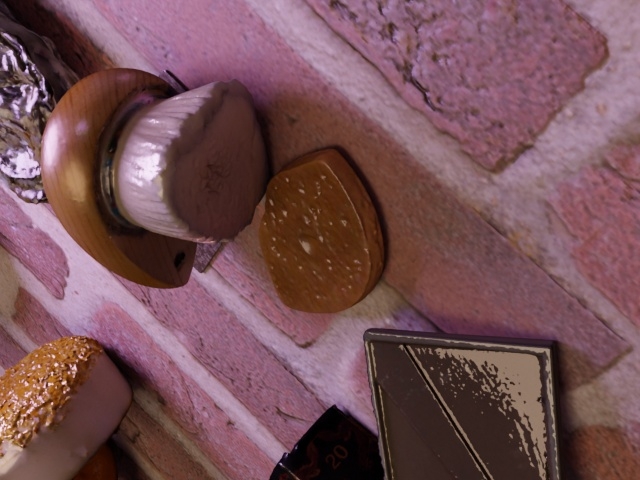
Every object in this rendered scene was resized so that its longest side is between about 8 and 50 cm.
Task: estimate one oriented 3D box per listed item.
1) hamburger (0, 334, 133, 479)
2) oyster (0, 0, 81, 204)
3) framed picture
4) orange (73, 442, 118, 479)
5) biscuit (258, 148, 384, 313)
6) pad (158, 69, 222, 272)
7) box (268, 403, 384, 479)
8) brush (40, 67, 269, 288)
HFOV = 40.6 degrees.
[{"bbox_3d":[-0.423,0.269,1.305,0.179,0.276,0.294,44,138,-11],"label":"hamburger"},{"bbox_3d":[-0.375,-0.203,0.986,0.162,0.158,0.351,-34,87,10],"label":"oyster"},{"bbox_3d":[0.142,0.212,0.839,0.192,0.018,0.266,2,111,31],"label":"framed picture"},{"bbox_3d":[-0.483,0.429,1.507,0.261,0.261,0.261,26,136,27],"label":"orange"},{"bbox_3d":[0.000,0.000,0.862,0.142,0.029,0.221,34,139,21],"label":"biscuit"},{"bbox_3d":[-0.154,-0.068,0.976,0.158,0.003,0.235,46,142,5],"label":"pad"},{"bbox_3d":[0.103,0.414,1.040,0.415,0.116,0.264,39,142,12],"label":"box"},{"bbox_3d":[-0.149,-0.041,0.867,0.166,0.174,0.267,15,140,23],"label":"brush"}]
